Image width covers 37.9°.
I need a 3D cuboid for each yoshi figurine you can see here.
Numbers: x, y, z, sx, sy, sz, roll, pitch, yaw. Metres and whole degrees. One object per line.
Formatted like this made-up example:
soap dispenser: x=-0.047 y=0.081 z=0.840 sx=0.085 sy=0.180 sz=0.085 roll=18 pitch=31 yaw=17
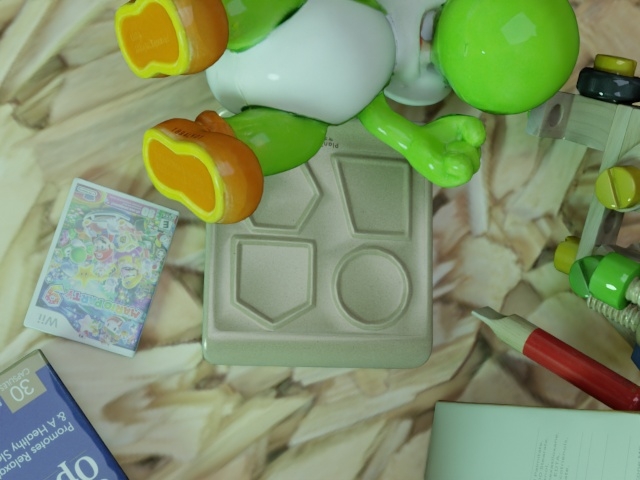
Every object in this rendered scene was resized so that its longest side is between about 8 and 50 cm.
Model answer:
yoshi figurine: x=0.053 y=-0.138 z=0.684 sx=0.362 sy=0.203 sz=0.203 roll=-23 pitch=68 yaw=-35

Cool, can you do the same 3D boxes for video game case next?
video game case: x=-0.169 y=0.021 z=0.729 sx=0.087 sy=0.011 sz=0.122 roll=19 pitch=78 yaw=-13

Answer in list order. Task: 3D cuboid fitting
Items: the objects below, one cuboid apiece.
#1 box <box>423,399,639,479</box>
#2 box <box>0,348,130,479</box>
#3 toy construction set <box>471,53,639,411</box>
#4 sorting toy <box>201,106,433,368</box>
box: x=0.227 y=0.213 z=0.639 sx=0.215 sy=0.345 sz=0.168 roll=13 pitch=78 yaw=-14
box: x=-0.201 y=0.210 z=0.682 sx=0.136 sy=0.036 sz=0.225 roll=-35 pitch=94 yaw=-17
toy construction set: x=0.235 y=-0.015 z=0.765 sx=0.237 sy=0.257 sz=0.309 roll=31 pitch=49 yaw=34
sorting toy: x=0.000 y=0.000 z=0.770 sx=0.193 sy=0.038 sz=0.208 roll=3 pitch=86 yaw=-15
